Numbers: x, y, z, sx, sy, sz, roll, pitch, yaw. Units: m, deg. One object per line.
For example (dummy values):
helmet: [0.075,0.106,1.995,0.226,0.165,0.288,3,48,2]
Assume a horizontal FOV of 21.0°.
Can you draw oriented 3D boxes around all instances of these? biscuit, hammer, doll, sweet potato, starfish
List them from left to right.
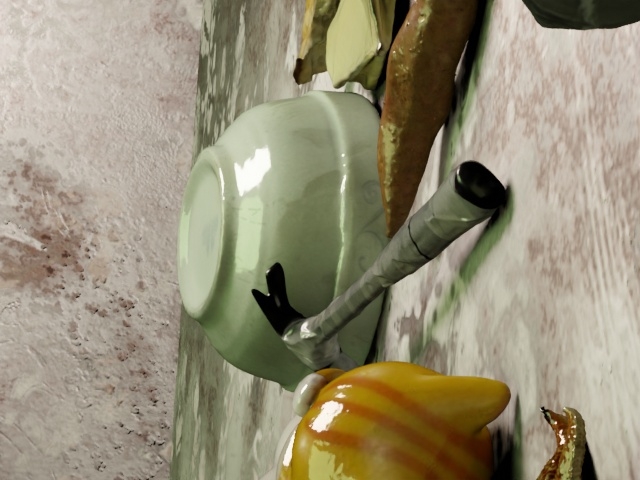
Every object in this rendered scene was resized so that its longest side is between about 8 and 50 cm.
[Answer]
biscuit: [0.013,-0.255,1.820,0.183,0.061,0.118,102,175,-51]
doll: [0.033,0.182,1.277,0.269,0.162,0.166,104,-170,-65]
hammer: [0.058,0.034,1.421,0.044,0.152,0.427,-44,1,-28]
sweet potato: [0.084,-0.136,1.393,0.067,0.059,0.281,51,141,45]
starfish: [0.134,0.204,0.997,0.213,0.057,0.238,94,174,-47]

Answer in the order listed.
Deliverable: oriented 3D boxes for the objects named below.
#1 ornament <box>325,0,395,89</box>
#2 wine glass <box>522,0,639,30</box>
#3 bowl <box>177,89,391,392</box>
ornament: [0.047,-0.224,1.662,0.180,0.059,0.201,-101,16,-53]
wine glass: [0.142,-0.239,0.936,0.126,0.126,0.241,109,160,-54]
bowl: [-0.044,-0.002,1.719,0.307,0.163,0.307,-175,90,-71]
